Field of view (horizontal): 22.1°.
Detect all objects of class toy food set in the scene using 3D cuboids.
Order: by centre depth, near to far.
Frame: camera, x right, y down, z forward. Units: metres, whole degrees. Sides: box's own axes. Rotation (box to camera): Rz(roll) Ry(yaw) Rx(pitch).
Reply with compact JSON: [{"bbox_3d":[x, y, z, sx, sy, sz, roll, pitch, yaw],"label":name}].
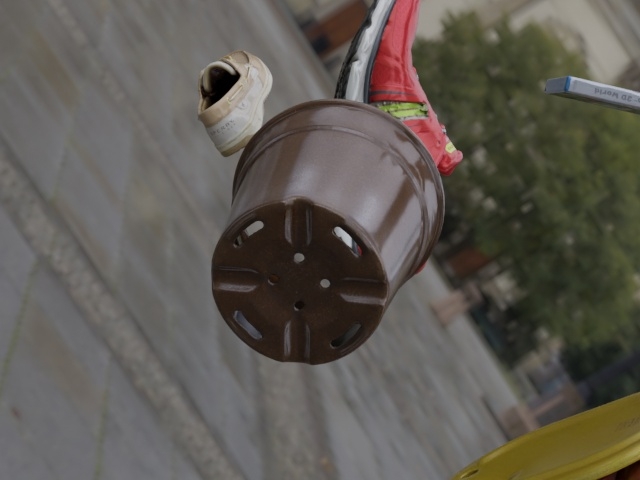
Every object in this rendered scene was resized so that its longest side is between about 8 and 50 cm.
[{"bbox_3d":[0.172,0.143,0.954,0.071,0.217,0.128,63,31,-3],"label":"toy food set"}]

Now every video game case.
[{"bbox_3d":[0.281,-0.114,1.400,0.166,0.015,0.119,13,4,-1],"label":"video game case"}]

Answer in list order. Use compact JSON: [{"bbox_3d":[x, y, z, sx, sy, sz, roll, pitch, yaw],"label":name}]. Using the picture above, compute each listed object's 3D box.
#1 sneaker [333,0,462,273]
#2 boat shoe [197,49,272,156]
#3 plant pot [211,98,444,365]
[{"bbox_3d":[0.069,-0.097,1.454,0.107,0.118,0.279,128,-29,-78],"label":"sneaker"},{"bbox_3d":[-0.086,-0.145,1.552,0.059,0.063,0.170,50,17,-26],"label":"boat shoe"},{"bbox_3d":[0.000,0.000,1.192,0.167,0.167,0.165,56,20,-13],"label":"plant pot"}]
